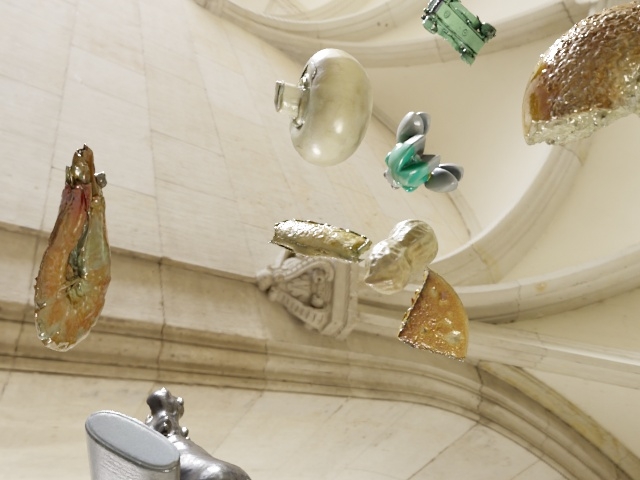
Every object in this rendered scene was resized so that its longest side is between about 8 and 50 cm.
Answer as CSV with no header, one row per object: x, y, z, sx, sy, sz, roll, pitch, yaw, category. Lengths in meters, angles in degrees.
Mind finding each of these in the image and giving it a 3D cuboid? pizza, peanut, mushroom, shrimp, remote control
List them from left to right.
-0.345,0.011,0.694,0.154,0.062,0.294,-28,122,-85,shrimp
-0.206,0.347,0.556,0.107,0.044,0.377,22,-59,20,remote control
-0.001,-0.284,1.050,0.246,0.202,0.246,-166,-90,-73,mushroom
0.193,0.036,1.163,0.136,0.298,0.120,-18,-78,40,peanut
0.189,0.140,0.844,0.131,0.178,0.041,-34,-174,-8,pizza

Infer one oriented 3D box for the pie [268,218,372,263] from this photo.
0.000,0.000,1.280,0.282,0.128,0.068,15,-57,28,pie

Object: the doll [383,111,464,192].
0.220,-0.202,1.173,0.153,0.195,0.258,-40,-154,-9,doll

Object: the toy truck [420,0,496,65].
0.252,-0.401,0.925,0.080,0.154,0.078,-54,-143,20,toy truck

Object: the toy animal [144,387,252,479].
-0.230,0.359,0.754,0.168,0.106,0.343,-46,-144,-20,toy animal

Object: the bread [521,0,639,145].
0.465,-0.260,0.736,0.314,0.171,0.192,-1,-96,28,bread
